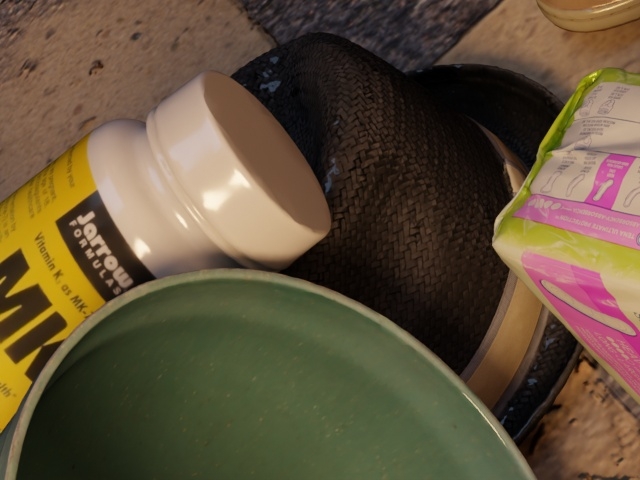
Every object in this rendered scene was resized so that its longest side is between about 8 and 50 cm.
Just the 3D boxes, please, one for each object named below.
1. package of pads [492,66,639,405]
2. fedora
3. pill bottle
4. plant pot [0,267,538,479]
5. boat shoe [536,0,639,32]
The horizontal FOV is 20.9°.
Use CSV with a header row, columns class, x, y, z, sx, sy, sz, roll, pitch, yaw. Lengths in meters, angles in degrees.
class,x,y,z,sx,sy,sz,roll,pitch,yaw
package of pads,0.230,0.046,0.662,0.297,0.229,0.101,18,70,49
fedora,0.000,0.000,0.979,0.334,0.152,0.334,-25,42,25
pill bottle,-0.105,0.015,0.855,0.208,0.119,0.119,-36,38,17
plant pot,-0.051,0.185,0.781,0.196,0.293,0.293,-41,32,42
boat shoe,0.247,-0.265,1.026,0.341,0.110,0.121,-42,38,4
